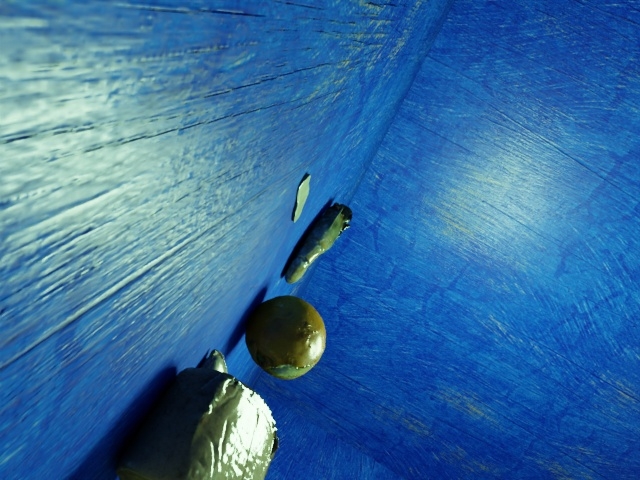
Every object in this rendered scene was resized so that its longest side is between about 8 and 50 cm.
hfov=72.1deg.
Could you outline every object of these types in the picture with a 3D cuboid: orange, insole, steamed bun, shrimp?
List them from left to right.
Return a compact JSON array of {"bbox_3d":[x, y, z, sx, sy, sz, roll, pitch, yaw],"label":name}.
[{"bbox_3d":[-0.223,0.383,0.797,0.252,0.199,0.301,-70,150,-45],"label":"steamed bun"},{"bbox_3d":[-0.101,0.279,1.283,0.240,0.240,0.240,-60,175,-8],"label":"orange"},{"bbox_3d":[-0.044,-0.096,1.022,0.063,0.010,0.192,-58,175,-23],"label":"insole"},{"bbox_3d":[0.000,0.000,1.574,0.446,0.110,0.221,-51,176,-45],"label":"shrimp"}]

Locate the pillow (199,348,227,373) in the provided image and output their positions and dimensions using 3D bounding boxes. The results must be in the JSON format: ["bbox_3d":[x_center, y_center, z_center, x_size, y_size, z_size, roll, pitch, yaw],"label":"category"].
[{"bbox_3d":[-0.282,0.386,0.942,0.173,0.067,0.270,88,27,-45],"label":"pillow"}]
